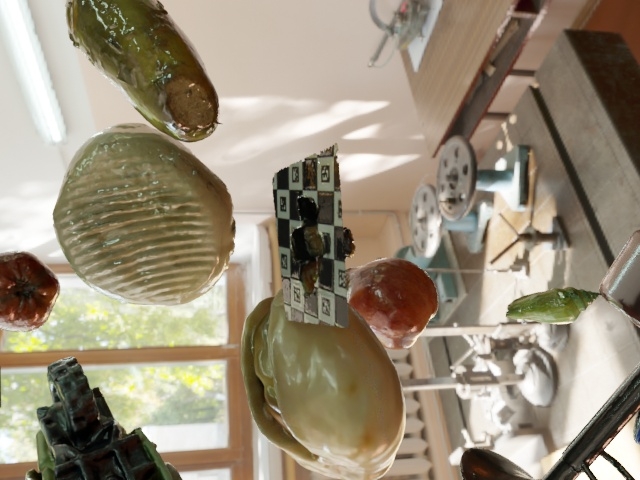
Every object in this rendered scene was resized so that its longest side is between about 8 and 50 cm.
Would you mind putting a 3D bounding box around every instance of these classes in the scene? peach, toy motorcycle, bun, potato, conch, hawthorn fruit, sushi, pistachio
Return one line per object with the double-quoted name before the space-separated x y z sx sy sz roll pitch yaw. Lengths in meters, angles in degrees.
"peach" 0.162 0.146 1.417 0.232 0.256 0.232 -48 -10 -12
"toy motorcycle" -0.246 0.337 0.665 0.410 0.168 0.237 47 135 35
"bun" -0.341 -0.041 1.094 0.362 0.326 0.234 52 175 -17
"potato" -0.205 -0.220 0.672 0.251 0.113 0.149 44 175 9
"conch" 0.529 0.147 1.270 0.095 0.201 0.079 -39 -56 -62
"hawthorn fruit" -0.603 0.102 1.082 0.203 0.162 0.163 -12 76 49
"sushi" 0.000 0.000 0.710 0.193 0.040 0.210 -8 86 62
"pistachio" 0.007 0.217 0.857 0.229 0.238 0.321 -36 81 41

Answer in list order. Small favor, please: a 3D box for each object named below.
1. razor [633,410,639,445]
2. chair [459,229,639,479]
"razor" 0.621 0.231 1.009 0.056 0.324 0.093 22 147 37
"chair" 0.379 0.207 0.704 0.401 0.226 0.226 -60 20 14
